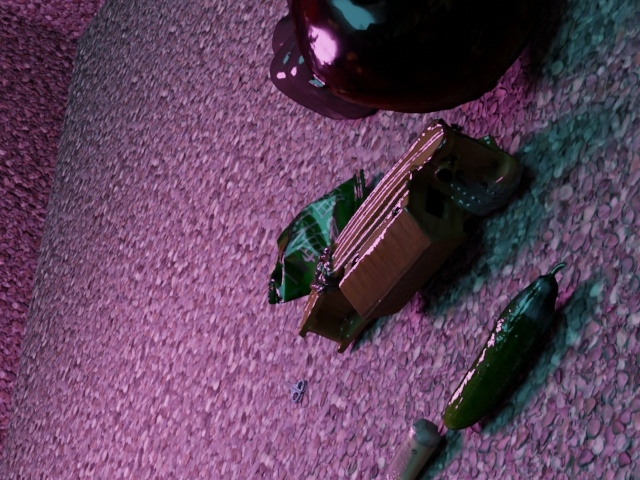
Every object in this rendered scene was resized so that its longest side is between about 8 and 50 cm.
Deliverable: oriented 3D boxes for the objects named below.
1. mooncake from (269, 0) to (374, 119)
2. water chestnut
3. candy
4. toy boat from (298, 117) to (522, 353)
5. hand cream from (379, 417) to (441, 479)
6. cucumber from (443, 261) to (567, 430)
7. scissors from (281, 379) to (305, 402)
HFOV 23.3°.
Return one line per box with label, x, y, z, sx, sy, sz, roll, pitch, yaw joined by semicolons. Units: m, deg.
mooncake;0.037;-0.343;2.419;0.306;0.154;0.306;-51;26;37
water chestnut;0.128;-0.304;2.039;0.350;0.302;0.350;-12;58;19
candy;0.003;0.000;2.292;0.203;0.078;0.141;-40;46;28
toy boat;0.104;0.010;2.011;0.445;0.136;0.162;-50;25;46
hand cream;0.105;0.276;1.886;0.061;0.039;0.143;-106;34;-46
cucumber;0.210;0.126;1.753;0.250;0.056;0.056;-61;24;23
scissors;-0.042;0.216;2.286;0.036;0.006;0.083;-67;23;-1
